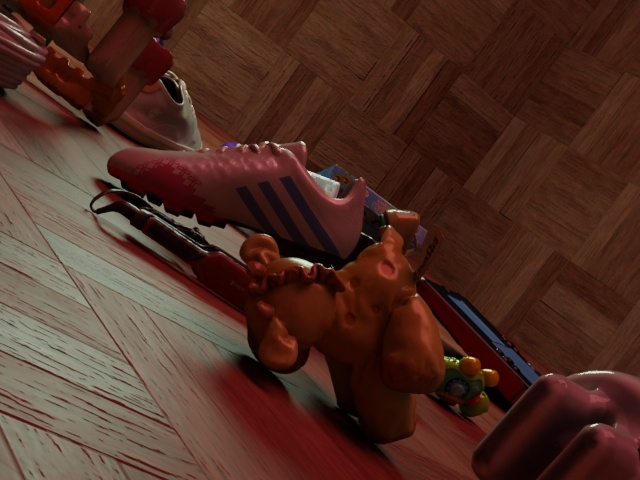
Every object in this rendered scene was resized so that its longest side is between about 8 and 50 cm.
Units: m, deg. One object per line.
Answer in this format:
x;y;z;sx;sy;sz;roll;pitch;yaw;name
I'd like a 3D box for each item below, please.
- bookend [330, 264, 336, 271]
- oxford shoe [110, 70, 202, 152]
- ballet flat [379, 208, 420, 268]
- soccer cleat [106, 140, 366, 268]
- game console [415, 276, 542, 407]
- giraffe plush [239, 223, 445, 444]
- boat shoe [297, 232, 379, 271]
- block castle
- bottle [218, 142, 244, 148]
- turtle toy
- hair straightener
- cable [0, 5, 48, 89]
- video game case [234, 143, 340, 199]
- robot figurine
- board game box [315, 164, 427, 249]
0.056;0.109;1.570;0.157;0.072;0.156;36;4;-7;bookend
-0.289;-0.241;2.237;0.169;0.130;0.449;35;3;9;oxford shoe
0.132;0.038;2.129;0.073;0.232;0.080;-6;49;-12;ballet flat
-0.097;-0.076;1.535;0.331;0.143;0.116;21;1;-14;soccer cleat
0.333;0.210;2.297;0.342;0.060;0.386;51;8;18;game console
0.006;0.075;1.122;0.170;0.210;0.181;2;24;-25;giraffe plush
0.000;0.000;2.094;0.324;0.122;0.120;44;-5;25;boat shoe
-0.416;-0.397;1.791;0.453;0.213;0.303;36;-16;-3;block castle
-0.154;-0.131;2.319;0.118;0.092;0.283;38;5;4;bottle
0.195;0.201;1.695;0.095;0.066;0.130;7;-20;44;turtle toy
-0.146;0.011;1.309;0.230;0.047;0.089;30;6;-21;hair straightener
-0.473;-0.287;1.561;0.257;0.089;0.257;35;3;-17;cable
-0.071;-0.075;1.995;0.190;0.022;0.173;21;38;-3;video game case
0.293;0.247;1.117;0.353;0.200;0.300;33;16;-38;robot figurine
0.063;-0.046;2.180;0.211;0.039;0.160;36;-26;-19;board game box
